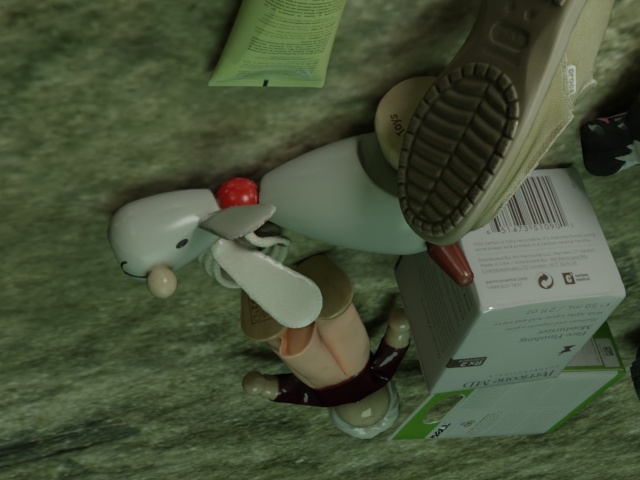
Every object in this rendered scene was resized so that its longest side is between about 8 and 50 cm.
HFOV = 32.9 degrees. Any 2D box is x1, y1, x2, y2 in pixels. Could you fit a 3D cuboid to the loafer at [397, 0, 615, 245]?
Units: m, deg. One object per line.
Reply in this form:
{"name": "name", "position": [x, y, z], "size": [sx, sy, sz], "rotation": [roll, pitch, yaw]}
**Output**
{"name": "loafer", "position": [0.148, -0.113, 0.795], "size": [0.092, 0.102, 0.269], "rotation": [8, 116, -44]}

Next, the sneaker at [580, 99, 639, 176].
{"name": "sneaker", "position": [0.306, -0.100, 0.958], "size": [0.077, 0.072, 0.178], "rotation": [-19, -169, -18]}

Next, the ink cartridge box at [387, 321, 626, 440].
{"name": "ink cartridge box", "position": [0.224, 0.171, 1.378], "size": [0.255, 0.097, 0.189], "rotation": [2, 146, -24]}

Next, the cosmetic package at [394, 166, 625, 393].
{"name": "cosmetic package", "position": [0.181, 0.042, 1.086], "size": [0.151, 0.151, 0.184], "rotation": [-5, 149, -15]}

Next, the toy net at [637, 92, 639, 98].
{"name": "toy net", "position": [0.389, -0.174, 0.927], "size": [0.232, 0.045, 0.122], "rotation": [-19, 149, 7]}

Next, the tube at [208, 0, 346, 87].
{"name": "tube", "position": [-0.015, -0.176, 0.741], "size": [0.070, 0.062, 0.240], "rotation": [34, 149, 5]}

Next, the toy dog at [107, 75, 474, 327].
{"name": "toy dog", "position": [0.000, 0.000, 0.927], "size": [0.333, 0.161, 0.220], "rotation": [-27, 147, 19]}

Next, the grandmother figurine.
{"name": "grandmother figurine", "position": [0.013, 0.142, 1.235], "size": [0.207, 0.104, 0.342], "rotation": [-13, 148, 14]}

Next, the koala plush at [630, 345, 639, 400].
{"name": "koala plush", "position": [0.555, 0.186, 1.466], "size": [0.221, 0.196, 0.203], "rotation": [-27, 138, 26]}
